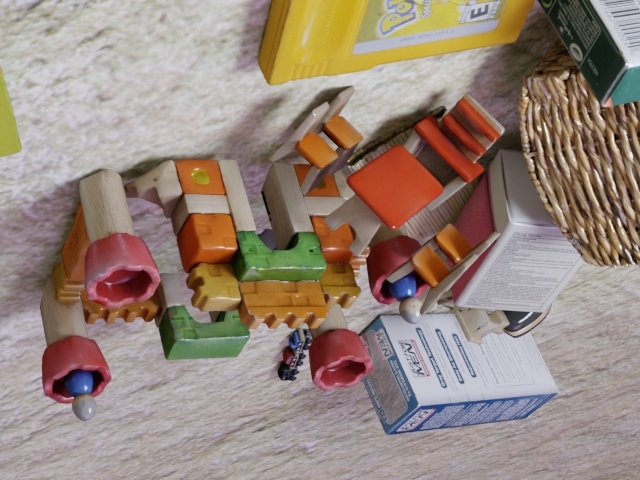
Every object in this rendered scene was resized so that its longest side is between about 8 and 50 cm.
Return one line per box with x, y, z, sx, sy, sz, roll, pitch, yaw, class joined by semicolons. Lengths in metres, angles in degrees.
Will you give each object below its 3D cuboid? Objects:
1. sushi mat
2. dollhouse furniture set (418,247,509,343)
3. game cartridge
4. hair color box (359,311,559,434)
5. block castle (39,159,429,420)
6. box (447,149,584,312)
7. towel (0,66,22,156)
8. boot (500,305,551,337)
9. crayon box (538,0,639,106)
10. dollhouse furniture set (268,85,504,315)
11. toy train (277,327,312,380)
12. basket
0.145;-0.082;1.969;0.151;0.019;0.316;-28;153;7;sushi mat
0.241;0.109;2.233;0.101;0.161;0.182;-37;150;23;dollhouse furniture set
0.108;-0.293;1.524;0.323;0.053;0.285;-15;151;-22;game cartridge
0.231;0.221;2.413;0.347;0.174;0.105;1;144;-41;hair color box
-0.105;0.076;1.763;0.453;0.213;0.303;1;143;-27;block castle
0.288;-0.009;2.016;0.148;0.127;0.232;5;146;-15;box
-0.368;-0.147;1.422;0.102;0.021;0.237;-14;153;-10;towel
0.347;0.051;2.284;0.198;0.077;0.137;-53;152;-15;boot
0.424;-0.277;1.649;0.318;0.202;0.081;-12;151;-23;crayon box
0.113;-0.082;1.707;0.135;0.262;0.259;-47;175;33;dollhouse furniture set
-0.044;0.185;2.283;0.036;0.027;0.158;-3;148;-17;toy train
0.399;-0.140;1.819;0.213;0.299;0.223;-4;-148;38;basket
